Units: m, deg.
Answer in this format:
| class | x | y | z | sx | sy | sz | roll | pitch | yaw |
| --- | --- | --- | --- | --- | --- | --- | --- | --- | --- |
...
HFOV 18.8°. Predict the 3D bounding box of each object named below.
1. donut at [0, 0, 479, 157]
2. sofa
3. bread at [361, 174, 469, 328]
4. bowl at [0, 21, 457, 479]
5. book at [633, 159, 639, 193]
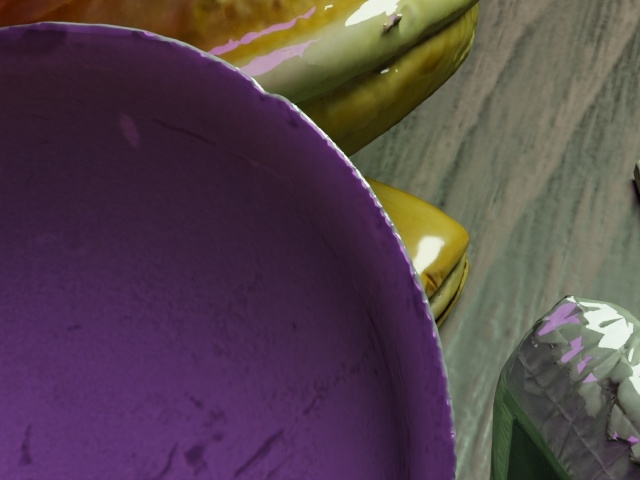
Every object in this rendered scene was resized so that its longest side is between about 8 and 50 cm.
| class | x | y | z | sx | sy | sz | roll | pitch | yaw |
| --- | --- | --- | --- | --- | --- | --- | --- | --- | --- |
| donut | -0.088 | -0.136 | 1.258 | 0.449 | 0.198 | 0.449 | -18 | 18 | 6 |
| sofa | 0.203 | 0.158 | 0.991 | 0.176 | 0.225 | 0.210 | -15 | 40 | -18 |
| bread | 0.000 | 0.000 | 1.288 | 0.200 | 0.077 | 0.116 | 22 | 49 | 22 |
| bowl | -0.118 | 0.124 | 0.963 | 0.435 | 0.435 | 0.196 | 22 | -2 | 20 |
| book | 0.349 | -0.002 | 1.367 | 0.232 | 0.022 | 0.162 | 1 | 37 | -5 |
